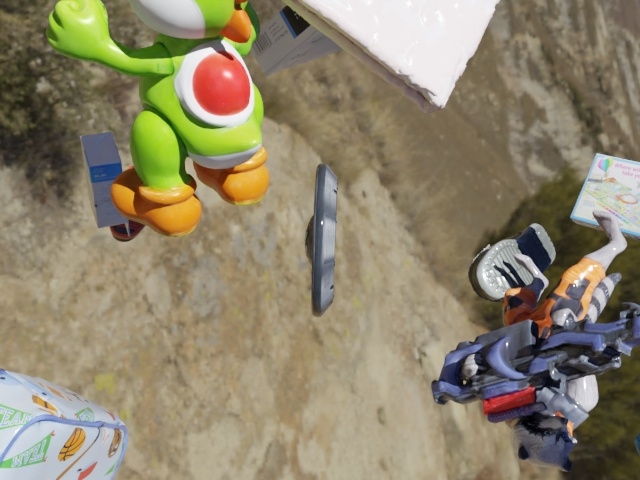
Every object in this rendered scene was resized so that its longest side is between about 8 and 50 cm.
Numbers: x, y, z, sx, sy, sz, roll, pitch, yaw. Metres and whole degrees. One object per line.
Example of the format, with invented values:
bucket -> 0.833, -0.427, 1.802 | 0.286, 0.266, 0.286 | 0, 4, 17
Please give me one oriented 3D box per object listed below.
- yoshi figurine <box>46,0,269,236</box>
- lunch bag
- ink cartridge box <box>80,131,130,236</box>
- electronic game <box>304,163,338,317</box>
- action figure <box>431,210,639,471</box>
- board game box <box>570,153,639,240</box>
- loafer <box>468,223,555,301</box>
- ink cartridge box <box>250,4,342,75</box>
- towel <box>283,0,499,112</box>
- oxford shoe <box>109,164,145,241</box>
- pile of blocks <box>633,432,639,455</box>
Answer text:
yoshi figurine -> -0.150, -0.197, 0.861 | 0.203, 0.203, 0.362 | -86, 179, -51
lunch bag -> -0.330, 0.264, 0.914 | 0.243, 0.115, 0.303 | -60, 163, -9
ink cartridge box -> -0.401, -0.098, 1.661 | 0.104, 0.060, 0.180 | -119, -155, -44
electronic game -> 0.000, 0.000, 1.323 | 0.229, 0.048, 0.229 | 2, 90, -89
action figure -> 0.321, 0.131, 1.117 | 0.179, 0.341, 0.330 | 35, 60, -24
board game box -> 0.438, -0.055, 1.235 | 0.026, 0.154, 0.103 | 27, 85, -48
loafer -> 0.292, 0.045, 1.400 | 0.251, 0.087, 0.094 | -21, 82, -54
ink cartridge box -> 0.057, -0.338, 1.302 | 0.333, 0.165, 0.065 | -28, 88, -47
towel -> 0.071, -0.350, 0.931 | 0.317, 0.053, 0.331 | 33, 72, -16
oxford shoe -> -0.407, -0.063, 1.956 | 0.271, 0.097, 0.098 | -84, -171, -57
pile of blocks -> 0.401, 0.155, 0.846 | 0.113, 0.149, 0.362 | -29, 151, -35
